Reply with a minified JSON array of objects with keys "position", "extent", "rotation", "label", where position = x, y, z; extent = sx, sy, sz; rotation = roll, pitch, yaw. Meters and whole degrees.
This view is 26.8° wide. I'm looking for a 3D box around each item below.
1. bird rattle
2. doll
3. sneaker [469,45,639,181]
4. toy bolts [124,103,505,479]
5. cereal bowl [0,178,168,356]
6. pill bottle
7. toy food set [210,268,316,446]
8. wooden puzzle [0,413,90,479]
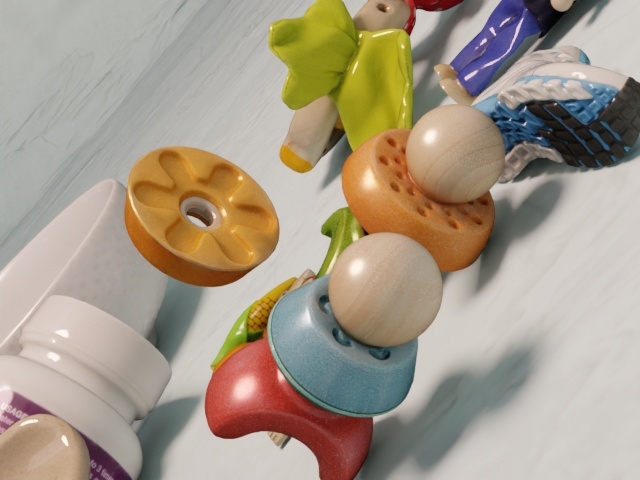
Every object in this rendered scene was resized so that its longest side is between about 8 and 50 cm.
[{"position":[0.032,-0.168,1.188],"extent":[0.207,0.143,0.253],"rotation":[-58,5,45],"label":"bird rattle"},{"position":[0.162,-0.181,0.993],"extent":[0.189,0.046,0.129],"rotation":[-46,18,18],"label":"doll"},{"position":[0.144,-0.091,0.821],"extent":[0.083,0.071,0.191],"rotation":[-50,16,-14],"label":"sneaker"},{"position":[0.000,0.000,0.776],"extent":[0.158,0.218,0.228],"rotation":[-55,18,40],"label":"toy bolts"},{"position":[-0.266,0.106,1.327],"extent":[0.339,0.141,0.339],"rotation":[-41,16,15],"label":"cereal bowl"},{"position":[-0.246,0.198,1.059],"extent":[0.301,0.169,0.169],"rotation":[-59,18,-23],"label":"pill bottle"},{"position":[-0.031,0.070,0.987],"extent":[0.132,0.038,0.192],"rotation":[-53,17,-4],"label":"toy food set"},{"position":[-0.260,0.269,0.687],"extent":[0.322,0.080,0.348],"rotation":[-38,28,12],"label":"wooden puzzle"}]
